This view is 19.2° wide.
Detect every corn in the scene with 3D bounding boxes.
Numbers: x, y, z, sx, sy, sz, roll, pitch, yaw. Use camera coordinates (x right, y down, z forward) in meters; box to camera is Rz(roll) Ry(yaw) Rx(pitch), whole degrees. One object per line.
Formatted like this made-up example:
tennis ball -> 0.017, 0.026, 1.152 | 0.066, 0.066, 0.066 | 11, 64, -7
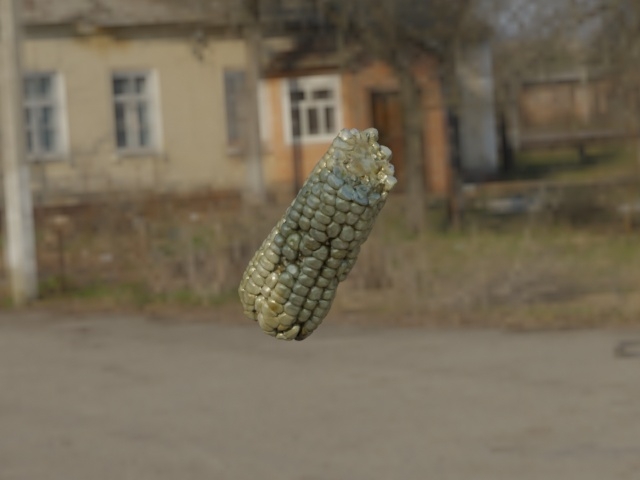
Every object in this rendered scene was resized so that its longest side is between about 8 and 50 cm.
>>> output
corn -> 0.000, 0.000, 1.677 | 0.087, 0.211, 0.087 | 22, 34, -16
